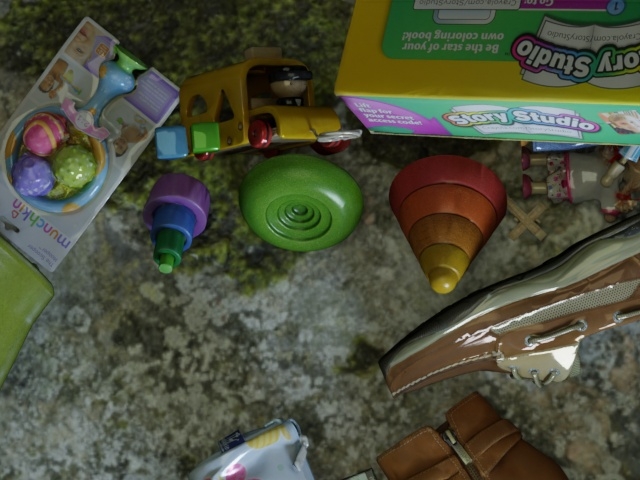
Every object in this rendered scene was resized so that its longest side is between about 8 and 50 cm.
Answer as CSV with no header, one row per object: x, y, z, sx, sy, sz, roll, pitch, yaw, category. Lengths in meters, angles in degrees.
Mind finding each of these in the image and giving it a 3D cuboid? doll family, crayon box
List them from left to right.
0.224,-0.253,1.793,0.363,0.106,0.313,4,72,27,crayon box
0.277,-0.150,1.869,0.163,0.118,0.263,-2,88,7,doll family

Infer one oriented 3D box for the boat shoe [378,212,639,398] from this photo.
0.217,0.086,1.872,0.324,0.122,0.120,-27,89,7,boat shoe

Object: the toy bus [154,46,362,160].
-0.055,-0.137,1.874,0.202,0.191,0.104,-6,88,7,toy bus

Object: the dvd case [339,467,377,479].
0.013,0.294,1.943,0.119,0.013,0.087,-21,86,6,dvd case

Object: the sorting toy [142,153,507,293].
0.000,0.000,1.874,0.365,0.127,0.126,0,47,7,sorting toy

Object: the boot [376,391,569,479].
0.123,0.295,1.854,0.283,0.109,0.220,-35,77,-15,boot

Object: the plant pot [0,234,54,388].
-0.459,0.103,1.863,0.366,0.366,0.353,40,82,7,plant pot

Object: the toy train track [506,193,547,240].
0.197,-0.032,1.929,0.083,0.014,0.048,45,94,7,toy train track

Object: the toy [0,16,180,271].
-0.266,-0.101,1.968,0.137,0.056,0.237,38,93,8,toy

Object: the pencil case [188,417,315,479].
-0.023,0.313,1.885,0.124,0.113,0.273,-27,85,-9,pencil case
